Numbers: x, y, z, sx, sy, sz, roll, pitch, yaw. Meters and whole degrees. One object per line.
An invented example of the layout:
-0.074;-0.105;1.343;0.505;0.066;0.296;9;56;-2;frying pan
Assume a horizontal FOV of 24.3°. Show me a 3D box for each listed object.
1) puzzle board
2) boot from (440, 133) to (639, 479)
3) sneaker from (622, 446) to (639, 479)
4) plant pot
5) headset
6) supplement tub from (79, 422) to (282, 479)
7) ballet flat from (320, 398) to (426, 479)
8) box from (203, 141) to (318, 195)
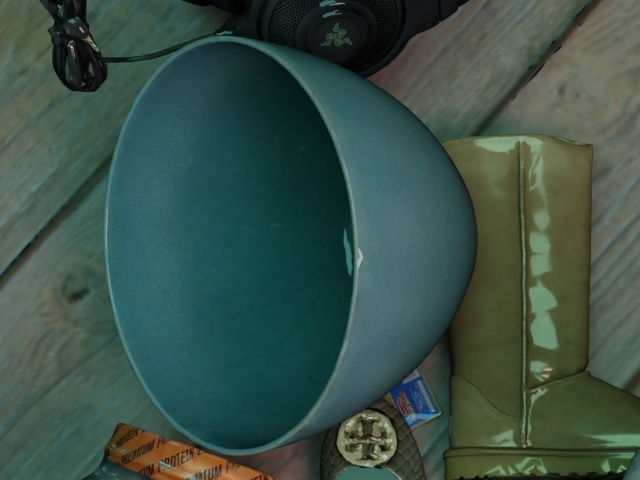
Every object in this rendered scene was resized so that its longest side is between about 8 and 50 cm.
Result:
0.027;0.104;1.188;0.096;0.011;0.128;-27;74;1;puzzle board
0.197;0.050;1.134;0.236;0.089;0.269;-1;75;8;boot
0.320;0.217;0.736;0.385;0.145;0.147;27;82;16;sneaker
0.000;0.000;1.093;0.290;0.195;0.290;4;96;48;plant pot
-0.039;-0.234;1.155;0.394;0.185;0.243;-33;52;-20;headset
-0.132;0.304;1.070;0.194;0.193;0.316;18;79;13;supplement tub
0.037;0.242;1.122;0.084;0.058;0.249;1;79;8;ballet flat
-0.046;-0.077;1.219;0.169;0.059;0.054;-24;75;3;box
